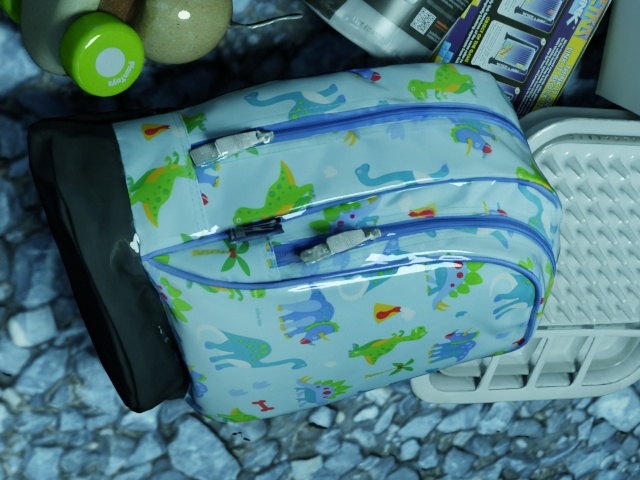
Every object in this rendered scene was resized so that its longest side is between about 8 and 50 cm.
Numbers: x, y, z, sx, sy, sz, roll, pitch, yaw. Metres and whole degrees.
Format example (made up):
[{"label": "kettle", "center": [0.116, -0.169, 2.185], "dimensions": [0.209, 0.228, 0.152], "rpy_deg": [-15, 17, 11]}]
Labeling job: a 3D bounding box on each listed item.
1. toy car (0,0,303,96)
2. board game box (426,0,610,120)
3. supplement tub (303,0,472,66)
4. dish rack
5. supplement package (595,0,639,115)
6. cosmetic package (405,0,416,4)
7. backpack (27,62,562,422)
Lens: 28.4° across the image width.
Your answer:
[{"label": "toy car", "center": [-0.108, -0.183, 0.883], "dimensions": [0.188, 0.155, 0.149], "rpy_deg": [0, 119, -37]}, {"label": "board game box", "center": [0.153, -0.169, 1.074], "dimensions": [0.141, 0.048, 0.170], "rpy_deg": [14, 112, -34]}, {"label": "supplement tub", "center": [0.080, -0.230, 0.959], "dimensions": [0.117, 0.117, 0.190], "rpy_deg": [30, 104, -36]}, {"label": "dish rack", "center": [0.237, 0.010, 1.171], "dimensions": [0.285, 0.072, 0.333], "rpy_deg": [1, 130, -25]}, {"label": "supplement package", "center": [0.411, -0.180, 1.055], "dimensions": [0.293, 0.175, 0.177], "rpy_deg": [0, 111, -19]}, {"label": "cosmetic package", "center": [-0.016, -0.295, 0.805], "dimensions": [0.224, 0.224, 0.138], "rpy_deg": [33, 101, -36]}, {"label": "backpack", "center": [0.000, 0.000, 0.952], "dimensions": [0.355, 0.273, 0.290], "rpy_deg": [-24, 148, -16]}]
